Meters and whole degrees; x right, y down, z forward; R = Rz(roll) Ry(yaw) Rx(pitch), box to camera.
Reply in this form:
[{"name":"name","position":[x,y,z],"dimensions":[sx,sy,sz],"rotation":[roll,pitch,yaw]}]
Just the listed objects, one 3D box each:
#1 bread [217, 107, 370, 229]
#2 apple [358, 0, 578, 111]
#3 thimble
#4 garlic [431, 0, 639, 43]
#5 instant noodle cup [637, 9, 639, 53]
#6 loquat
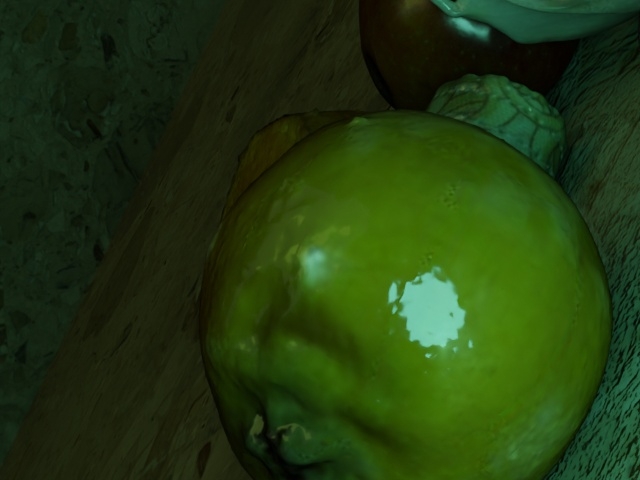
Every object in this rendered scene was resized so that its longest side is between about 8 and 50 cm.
[{"name":"bread","position":[-0.002,0.002,1.827],"dimensions":[0.312,0.172,0.312],"rotation":[-165,90,-72]},{"name":"apple","position":[0.146,-0.213,1.741],"dimensions":[0.230,0.230,0.230],"rotation":[-52,18,25]},{"name":"thimble","position":[0.139,-0.059,1.626],"dimensions":[0.143,0.137,0.190],"rotation":[-64,6,-16]},{"name":"garlic","position":[0.255,-0.287,1.521],"dimensions":[0.340,0.246,0.231],"rotation":[-49,32,7]},{"name":"instant noodle cup","position":[0.309,-0.132,1.123],"dimensions":[0.235,0.235,0.178],"rotation":[-58,7,5]},{"name":"loquat","position":[0.061,0.064,1.337],"dimensions":[0.328,0.328,0.328],"rotation":[-52,18,25]}]
